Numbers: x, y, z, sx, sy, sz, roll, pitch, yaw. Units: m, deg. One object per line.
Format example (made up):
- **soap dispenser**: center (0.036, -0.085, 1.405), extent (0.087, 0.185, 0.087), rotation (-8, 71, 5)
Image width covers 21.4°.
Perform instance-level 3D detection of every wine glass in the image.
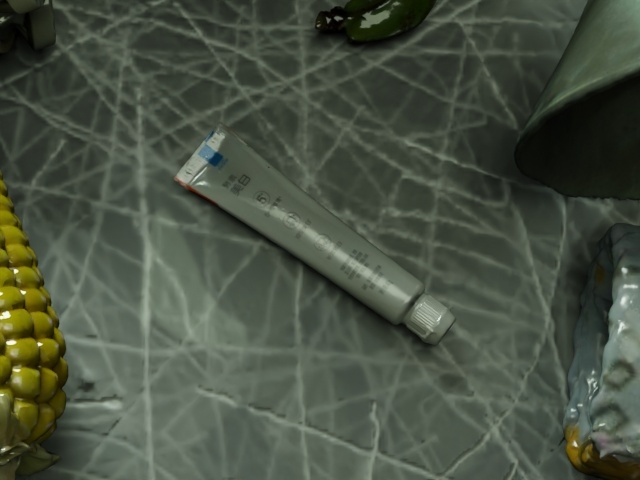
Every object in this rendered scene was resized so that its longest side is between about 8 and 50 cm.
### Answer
- **wine glass**: center (0.217, -0.246, 1.027), extent (0.267, 0.267, 0.406), rotation (-5, 71, -8)

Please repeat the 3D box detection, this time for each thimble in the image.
- **thimble**: center (0.211, 0.072, 0.993), extent (0.118, 0.127, 0.151), rotation (11, 80, -3)

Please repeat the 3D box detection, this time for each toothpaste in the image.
- **toothpaste**: center (0.000, 0.000, 1.038), extent (0.190, 0.031, 0.048), rotation (36, 77, 6)

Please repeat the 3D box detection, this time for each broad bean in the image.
- **broad bean**: center (0.067, -0.203, 1.090), extent (0.061, 0.046, 0.195), rotation (30, 75, -1)

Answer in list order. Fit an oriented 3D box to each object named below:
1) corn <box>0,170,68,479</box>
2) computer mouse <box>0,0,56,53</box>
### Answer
- **corn**: center (-0.254, -0.037, 0.958), extent (0.144, 0.144, 0.387), rotation (-22, 80, -12)
- **computer mouse**: center (-0.225, -0.222, 1.006), extent (0.082, 0.145, 0.236), rotation (-30, 79, -6)
